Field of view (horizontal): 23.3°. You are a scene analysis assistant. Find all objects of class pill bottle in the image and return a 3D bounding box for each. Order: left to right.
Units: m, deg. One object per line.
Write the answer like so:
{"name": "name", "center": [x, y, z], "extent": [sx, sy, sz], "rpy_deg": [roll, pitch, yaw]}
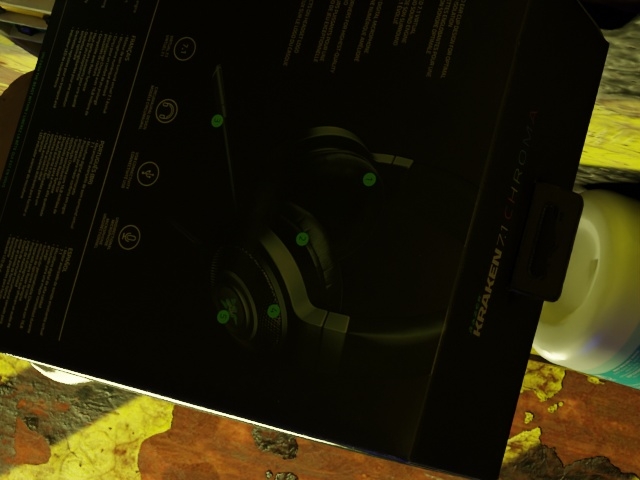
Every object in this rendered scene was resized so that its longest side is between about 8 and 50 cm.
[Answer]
{"name": "pill bottle", "center": [0.308, 0.060, 1.274], "extent": [0.264, 0.146, 0.146], "rpy_deg": [17, 174, -23]}

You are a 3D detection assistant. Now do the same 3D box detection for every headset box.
{"name": "headset box", "center": [-0.009, -0.026, 0.796], "extent": [0.283, 0.246, 0.131], "rpy_deg": [11, 172, 26]}

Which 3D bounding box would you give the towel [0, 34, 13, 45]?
{"name": "towel", "center": [-0.274, -0.172, 1.224], "extent": [0.083, 0.009, 0.060], "rpy_deg": [18, 174, -22]}

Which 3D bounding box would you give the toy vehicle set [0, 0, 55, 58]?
{"name": "toy vehicle set", "center": [-0.099, -0.133, 1.023], "extent": [0.267, 0.035, 0.166], "rpy_deg": [13, 174, 18]}

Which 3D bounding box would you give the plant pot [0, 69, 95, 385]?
{"name": "plant pot", "center": [-0.108, -0.024, 1.228], "extent": [0.229, 0.263, 0.263], "rpy_deg": [-7, 165, 23]}
